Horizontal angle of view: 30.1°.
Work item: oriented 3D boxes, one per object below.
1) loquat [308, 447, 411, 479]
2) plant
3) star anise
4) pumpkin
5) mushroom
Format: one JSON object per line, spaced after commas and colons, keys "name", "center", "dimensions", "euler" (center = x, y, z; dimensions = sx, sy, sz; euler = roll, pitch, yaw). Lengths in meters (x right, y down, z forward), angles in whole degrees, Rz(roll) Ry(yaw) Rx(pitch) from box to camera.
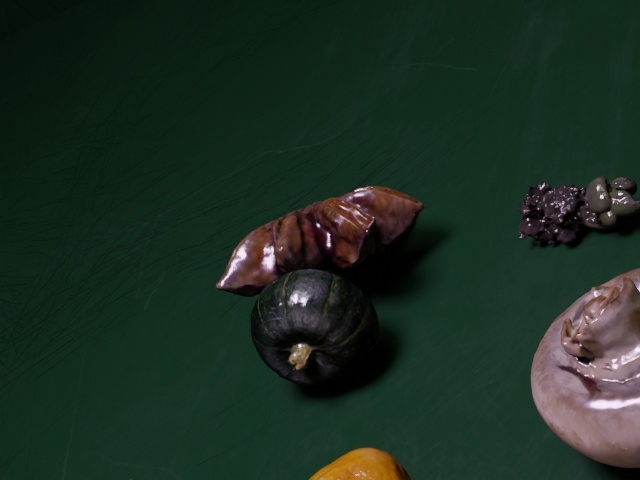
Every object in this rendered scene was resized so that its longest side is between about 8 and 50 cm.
{"name": "loquat", "center": [0.046, 0.292, 1.285], "dimensions": [0.137, 0.113, 0.137], "euler": [-5, 33, 3]}
{"name": "plant", "center": [0.324, -0.040, 1.480], "dimensions": [0.174, 0.087, 0.085], "euler": [-13, 68, 42]}
{"name": "star anise", "center": [-0.008, 0.004, 1.642], "dimensions": [0.315, 0.108, 0.315], "euler": [-26, -1, 0]}
{"name": "pumpkin", "center": [-0.007, 0.114, 1.516], "dimensions": [0.167, 0.167, 0.125], "euler": [-25, 45, 18]}
{"name": "mushroom", "center": [0.316, 0.113, 1.180], "dimensions": [0.226, 0.178, 0.226], "euler": [-22, 26, 11]}
